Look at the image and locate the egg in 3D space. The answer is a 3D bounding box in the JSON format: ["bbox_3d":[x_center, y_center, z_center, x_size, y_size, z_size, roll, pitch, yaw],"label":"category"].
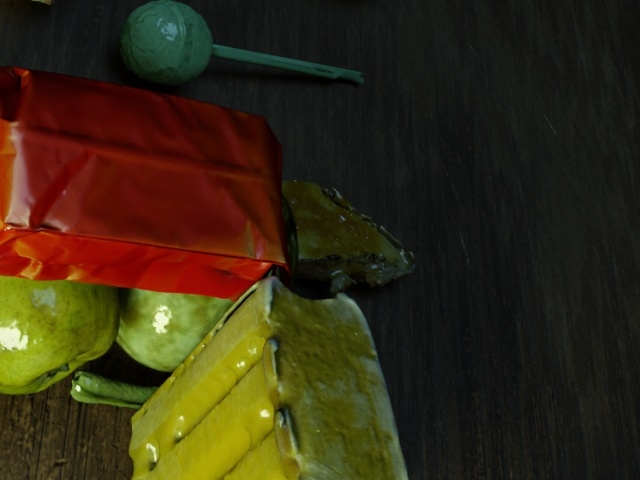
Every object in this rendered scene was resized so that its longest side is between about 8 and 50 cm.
[{"bbox_3d":[-0.148,0.027,1.689,0.238,0.238,0.289,28,52,-16],"label":"egg"}]

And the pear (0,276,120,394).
[{"bbox_3d":[-0.343,0.019,1.536,0.253,0.253,0.307,-20,68,-44],"label":"pear"}]

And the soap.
[{"bbox_3d":[-0.069,0.246,1.515,0.156,0.335,0.293,12,47,-30],"label":"soap"}]

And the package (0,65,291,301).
[{"bbox_3d":[-0.187,-0.050,1.456,0.423,0.123,0.196,10,60,-36],"label":"package"}]

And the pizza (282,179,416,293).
[{"bbox_3d":[0.000,0.000,1.944,0.297,0.071,0.189,3,44,-39],"label":"pizza"}]

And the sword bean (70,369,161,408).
[{"bbox_3d":[-0.167,0.184,1.690,0.269,0.043,0.038,11,30,-31],"label":"sword bean"}]

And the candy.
[{"bbox_3d":[-0.098,-0.263,2.069,0.440,0.119,0.119,2,56,-44],"label":"candy"}]

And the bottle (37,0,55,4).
[{"bbox_3d":[-0.357,-0.418,1.946,0.147,0.147,0.236,31,46,-13],"label":"bottle"}]
